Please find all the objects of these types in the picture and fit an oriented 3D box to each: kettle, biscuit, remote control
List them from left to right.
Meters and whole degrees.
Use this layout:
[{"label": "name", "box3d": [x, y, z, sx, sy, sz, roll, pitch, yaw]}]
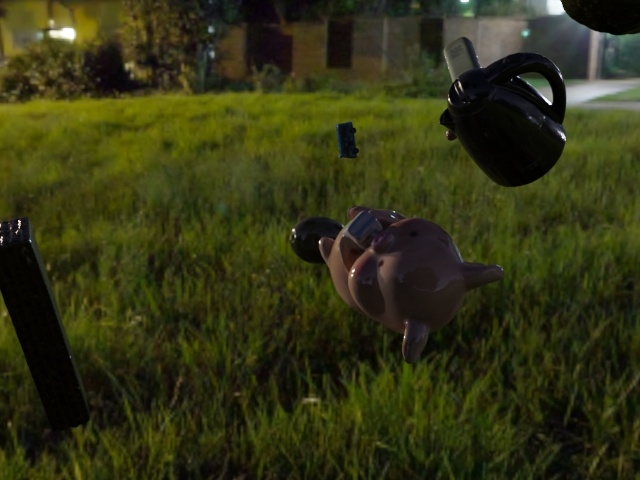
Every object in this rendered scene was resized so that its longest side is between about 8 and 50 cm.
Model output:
[{"label": "biscuit", "box3d": [-0.476, 0.150, 1.318, 0.073, 0.388, 0.107, -15, 29, -15]}, {"label": "remote control", "box3d": [0.402, -0.485, 2.166, 0.090, 0.038, 0.310, -29, 34, 20]}, {"label": "kettle", "box3d": [0.418, -0.292, 1.724, 0.268, 0.207, 0.290, -34, -45, 22]}]

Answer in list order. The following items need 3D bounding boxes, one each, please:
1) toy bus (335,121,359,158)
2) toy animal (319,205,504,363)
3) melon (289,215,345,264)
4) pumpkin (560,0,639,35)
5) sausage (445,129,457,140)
[{"label": "toy bus", "box3d": [0.060, -0.229, 1.774, 0.046, 0.083, 0.038, -10, 12, -8]}, {"label": "toy animal", "box3d": [0.121, 0.040, 1.193, 0.195, 0.213, 0.256, -43, 6, -4]}, {"label": "melon", "box3d": [0.000, 0.000, 1.538, 0.130, 0.098, 0.098, 11, 4, -31]}, {"label": "pumpkin", "box3d": [0.736, -0.674, 1.932, 0.303, 0.225, 0.256, 33, 62, 12]}, {"label": "sausage", "box3d": [0.386, -0.306, 2.143, 0.035, 0.030, 0.147, -11, 14, 35]}]
